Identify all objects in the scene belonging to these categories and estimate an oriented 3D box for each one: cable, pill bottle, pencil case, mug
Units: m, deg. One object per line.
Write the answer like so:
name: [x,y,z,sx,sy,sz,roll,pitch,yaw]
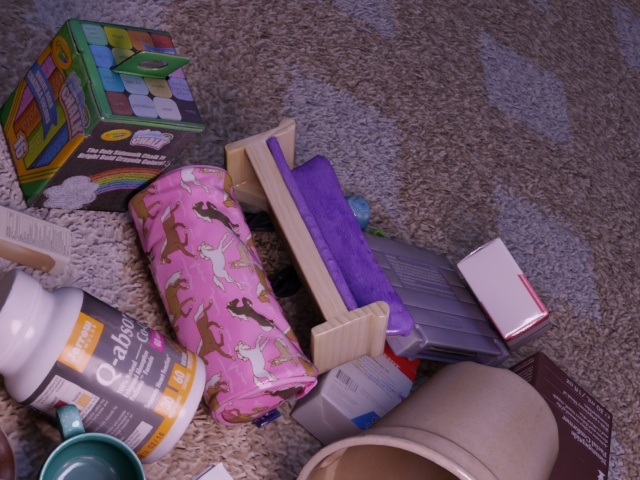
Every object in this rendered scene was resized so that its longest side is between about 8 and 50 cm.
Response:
cable: [-0.083,0.022,2.197,0.184,0.047,0.150,8,52,-41]
pill bottle: [-0.299,0.157,1.767,0.278,0.162,0.162,31,40,-21]
pencil case: [-0.142,0.073,2.003,0.386,0.160,0.167,64,10,22]
mug: [-0.277,0.289,1.691,0.129,0.097,0.157,17,73,-10]

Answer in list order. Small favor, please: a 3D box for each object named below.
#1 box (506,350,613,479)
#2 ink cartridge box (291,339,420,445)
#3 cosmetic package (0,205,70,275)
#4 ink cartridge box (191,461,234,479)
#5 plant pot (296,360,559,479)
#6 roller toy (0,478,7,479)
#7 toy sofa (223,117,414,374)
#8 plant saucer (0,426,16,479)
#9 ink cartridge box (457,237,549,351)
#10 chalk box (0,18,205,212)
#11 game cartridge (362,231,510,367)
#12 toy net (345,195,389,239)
box: [0.344,0.379,2.212,0.191,0.143,0.381,41,39,-18]
ink cartridge box: [0.060,0.220,2.132,0.134,0.078,0.231,42,37,-9]
cosmetic package: [-0.402,0.000,1.907,0.115,0.041,0.060,22,44,-30]
ink cartridge box: [-0.120,0.451,1.625,0.307,0.223,0.129,52,38,6]
plant pot: [0.177,0.334,1.923,0.334,0.334,0.305,48,39,0]
roller toy: [-0.387,0.342,1.484,0.209,0.191,0.146,59,10,-61]
toy sofa: [0.000,0.000,2.072,0.177,0.150,0.362,-20,63,-12]
plant saucer: [-0.441,0.262,1.643,0.168,0.029,0.168,25,43,-26]
ink cartridge box: [0.319,0.097,2.408,0.158,0.092,0.218,59,5,14]
chalk box: [-0.298,-0.192,1.976,0.180,0.289,0.179,3,55,-44]
game cartridge: [0.163,0.101,2.282,0.230,0.068,0.355,54,20,27]
toy net: [0.011,-0.027,2.341,0.232,0.045,0.122,0,59,-43]
